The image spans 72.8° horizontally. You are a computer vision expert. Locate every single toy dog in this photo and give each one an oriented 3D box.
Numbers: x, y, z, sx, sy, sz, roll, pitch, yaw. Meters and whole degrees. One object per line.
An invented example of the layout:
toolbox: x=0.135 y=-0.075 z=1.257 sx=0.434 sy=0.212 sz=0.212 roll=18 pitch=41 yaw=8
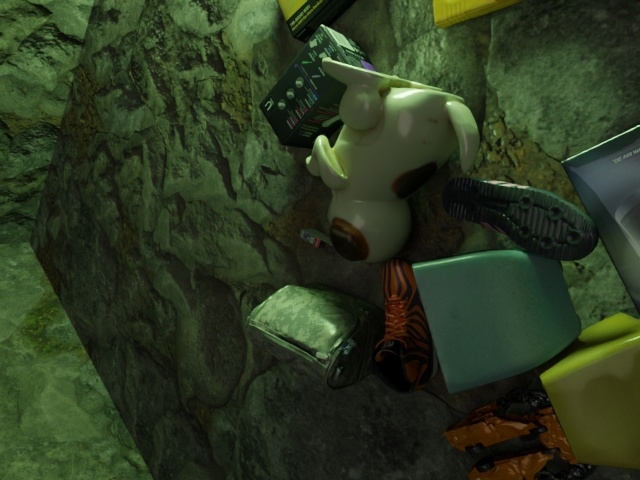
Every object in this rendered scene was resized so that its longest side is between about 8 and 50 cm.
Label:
toy dog: x=0.149 y=-0.147 z=0.979 sx=0.395 sy=0.284 sz=0.408 roll=33 pitch=119 yaw=32

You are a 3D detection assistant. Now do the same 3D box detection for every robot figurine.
robot figurine: x=0.423 y=0.430 z=0.932 sx=0.291 sy=0.085 sz=0.211 roll=-37 pitch=73 yaw=34

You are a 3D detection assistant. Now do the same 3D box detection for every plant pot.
plant pot: x=0.496 y=0.266 z=0.750 sx=0.187 sy=0.212 sz=0.212 roll=-24 pitch=80 yaw=17
plant pot: x=0.353 y=0.128 z=0.865 sx=0.252 sy=0.247 sz=0.248 roll=-18 pitch=84 yaw=20

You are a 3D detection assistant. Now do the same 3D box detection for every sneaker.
sneaker: x=0.389 y=-0.055 z=0.829 sx=0.319 sy=0.131 sz=0.112 roll=39 pitch=123 yaw=52
sneaker: x=0.190 y=0.202 z=1.024 sx=0.124 sy=0.180 sz=0.321 roll=-17 pitch=84 yaw=37

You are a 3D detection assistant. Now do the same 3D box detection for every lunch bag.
lunch bag: x=-0.010 y=0.249 z=1.132 sx=0.305 sy=0.256 sz=0.213 roll=19 pitch=106 yaw=34

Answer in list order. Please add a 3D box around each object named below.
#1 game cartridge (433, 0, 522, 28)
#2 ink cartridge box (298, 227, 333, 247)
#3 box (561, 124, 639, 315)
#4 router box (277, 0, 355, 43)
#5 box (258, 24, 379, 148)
game cartridge: x=0.380 y=-0.629 z=0.882 sx=0.323 sy=0.052 sz=0.286 roll=-4 pitch=92 yaw=35
ink cartridge box: x=0.000 y=0.000 z=1.220 sx=0.115 sy=0.062 sz=0.029 roll=29 pitch=110 yaw=31
box: x=0.608 y=-0.064 z=0.686 sx=0.296 sy=0.182 sz=0.294 roll=-29 pitch=78 yaw=35
router box: x=0.011 y=-0.718 z=1.131 sx=0.308 sy=0.081 sz=0.243 roll=-31 pitch=76 yaw=35
box: x=-0.002 y=-0.380 z=1.121 sx=0.270 sy=0.165 sz=0.143 roll=-41 pitch=71 yaw=32
